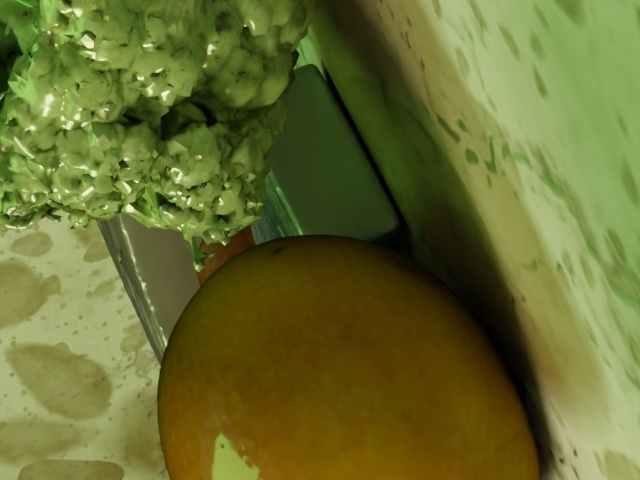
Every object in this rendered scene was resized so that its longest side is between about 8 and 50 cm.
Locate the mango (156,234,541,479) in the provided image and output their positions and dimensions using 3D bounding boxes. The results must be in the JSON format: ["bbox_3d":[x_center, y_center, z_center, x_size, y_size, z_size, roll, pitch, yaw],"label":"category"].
[{"bbox_3d":[0.015,0.091,0.798,0.254,0.139,0.175,67,-179,-75],"label":"mango"}]

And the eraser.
[{"bbox_3d":[0.000,0.000,0.946,0.212,0.046,0.092,85,159,-70],"label":"eraser"}]

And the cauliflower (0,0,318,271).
[{"bbox_3d":[-0.131,-0.114,0.723,0.275,0.250,0.272,-122,11,-71],"label":"cauliflower"}]

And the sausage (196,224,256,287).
[{"bbox_3d":[-0.017,0.053,1.126,0.197,0.076,0.076,-122,11,-49],"label":"sausage"}]

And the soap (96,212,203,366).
[{"bbox_3d":[-0.100,0.001,1.459,0.296,0.107,0.285,-136,25,-69],"label":"soap"}]
